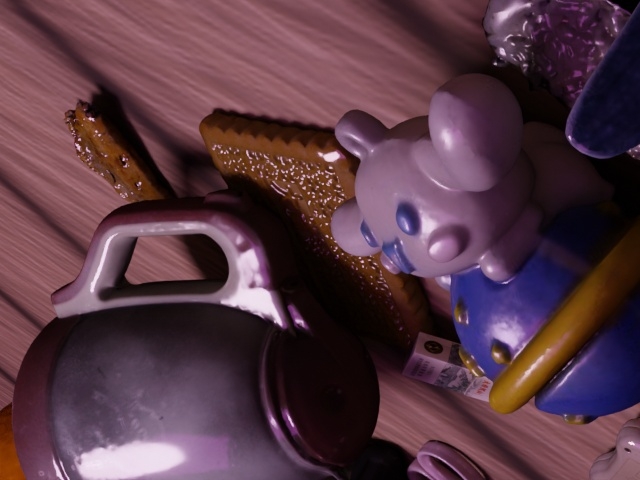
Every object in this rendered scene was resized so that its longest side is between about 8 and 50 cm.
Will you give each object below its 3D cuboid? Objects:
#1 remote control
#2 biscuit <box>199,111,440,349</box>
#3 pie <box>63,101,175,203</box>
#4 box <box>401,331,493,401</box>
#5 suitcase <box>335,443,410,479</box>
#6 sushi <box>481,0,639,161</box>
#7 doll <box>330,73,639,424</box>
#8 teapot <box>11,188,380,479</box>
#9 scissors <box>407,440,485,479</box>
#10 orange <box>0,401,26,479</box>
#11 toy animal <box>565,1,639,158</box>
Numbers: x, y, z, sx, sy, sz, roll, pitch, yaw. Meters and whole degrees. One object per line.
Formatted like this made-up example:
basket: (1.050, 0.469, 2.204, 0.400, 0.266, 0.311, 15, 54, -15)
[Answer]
remote control: (0.269, 0.189, 0.968, 0.074, 0.032, 0.122, 31, 151, 11)
biscuit: (0.000, 0.000, 1.015, 0.172, 0.029, 0.254, 14, 144, 38)
pie: (-0.197, -0.076, 1.136, 0.092, 0.034, 0.170, 12, 148, 38)
box: (0.117, 0.110, 1.017, 0.083, 0.024, 0.054, 17, 149, 0)
suitcase: (0.078, 0.387, 1.311, 0.066, 0.206, 0.285, -1, 133, 40)
sushi: (0.164, -0.102, 0.609, 0.150, 0.078, 0.090, 36, 146, 6)
doll: (0.128, -0.011, 0.708, 0.242, 0.159, 0.311, 52, 171, 16)
teapot: (-0.106, 0.109, 1.068, 0.312, 0.233, 0.315, -14, 103, 34)
scissors: (0.197, 0.298, 1.221, 0.242, 0.030, 0.118, 36, 153, 13)
orange: (-0.227, 0.330, 1.360, 0.424, 0.424, 0.326, 31, 161, 15)
toy animal: (0.206, -0.097, 0.468, 0.176, 0.239, 0.255, -168, 80, -65)
